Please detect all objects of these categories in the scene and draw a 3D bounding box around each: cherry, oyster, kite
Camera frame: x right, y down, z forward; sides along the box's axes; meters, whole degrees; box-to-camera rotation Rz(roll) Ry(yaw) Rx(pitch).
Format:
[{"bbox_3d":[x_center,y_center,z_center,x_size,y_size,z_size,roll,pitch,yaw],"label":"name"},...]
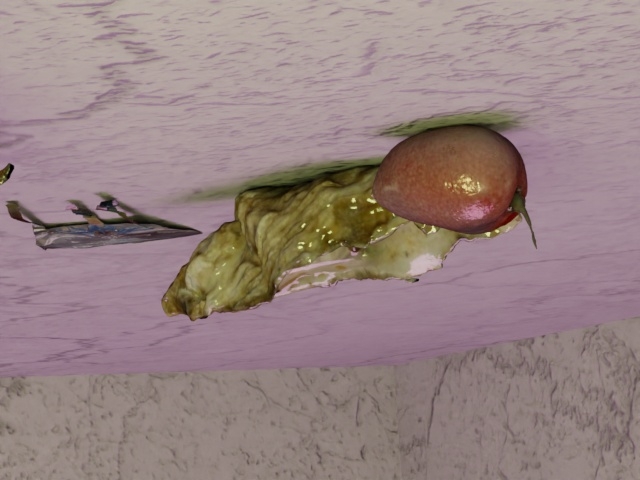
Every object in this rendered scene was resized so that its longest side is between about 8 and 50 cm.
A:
[{"bbox_3d":[0.111,-0.050,1.488,0.126,0.087,0.106,16,175,-9],"label":"cherry"},{"bbox_3d":[0.001,-0.004,1.682,0.341,0.110,0.166,-14,173,37],"label":"oyster"},{"bbox_3d":[-0.231,-0.011,1.838,0.169,0.015,0.310,-5,172,10],"label":"kite"}]

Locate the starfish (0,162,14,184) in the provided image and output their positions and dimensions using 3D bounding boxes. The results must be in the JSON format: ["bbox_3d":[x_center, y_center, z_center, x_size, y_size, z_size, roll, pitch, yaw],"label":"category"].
[{"bbox_3d":[-0.344,-0.025,1.435,0.223,0.050,0.217,-25,-150,-14],"label":"starfish"}]
